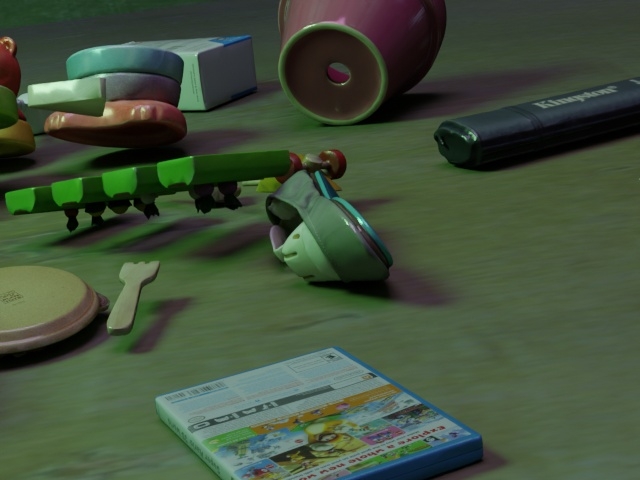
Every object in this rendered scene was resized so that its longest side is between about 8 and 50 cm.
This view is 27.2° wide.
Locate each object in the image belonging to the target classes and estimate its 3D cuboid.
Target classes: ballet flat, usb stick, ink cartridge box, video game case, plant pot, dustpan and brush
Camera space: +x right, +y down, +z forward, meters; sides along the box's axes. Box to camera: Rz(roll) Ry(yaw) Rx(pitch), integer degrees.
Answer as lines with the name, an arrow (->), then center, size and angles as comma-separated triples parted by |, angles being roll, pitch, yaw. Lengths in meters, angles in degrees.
ballet flat -> 0.000, 0.000, 0.988 | 0.068, 0.072, 0.213 | -36, 18, 0
usb stick -> 0.242, -0.120, 1.301 | 0.278, 0.045, 0.077 | -14, 17, -25
ink cartridge box -> -0.203, -0.226, 1.792 | 0.190, 0.082, 0.139 | 1, 17, 29
video game case -> -0.007, 0.099, 0.710 | 0.119, 0.015, 0.166 | -13, 17, -23
plant pot -> 0.035, -0.233, 1.553 | 0.201, 0.201, 0.180 | -2, 32, 18
dustpan and brush -> -0.380, -0.165, 1.695 | 0.147, 0.060, 0.211 | -8, 16, -3

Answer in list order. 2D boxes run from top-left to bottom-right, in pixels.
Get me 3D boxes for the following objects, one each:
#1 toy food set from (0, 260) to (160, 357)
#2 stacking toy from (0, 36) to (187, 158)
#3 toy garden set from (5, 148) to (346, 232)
toy food set -> -0.215, 0.055, 0.931 | 0.192, 0.039, 0.132 | -1, 24, 3
stacking toy -> -0.308, -0.180, 1.429 | 0.308, 0.130, 0.279 | -3, -7, 8
toy garden set -> -0.116, -0.039, 1.151 | 0.244, 0.049, 0.203 | -7, 1, 42
